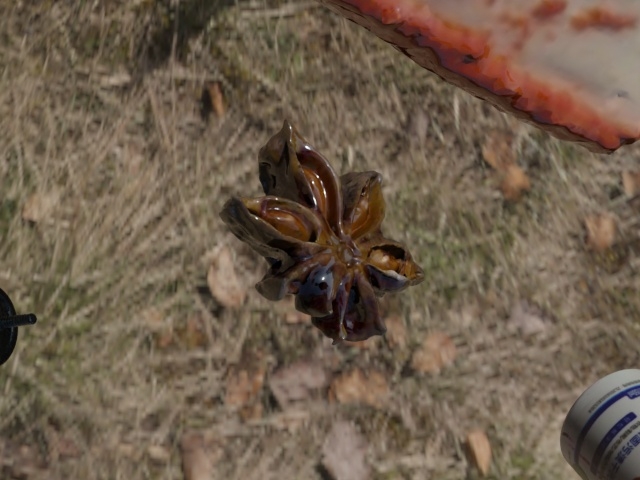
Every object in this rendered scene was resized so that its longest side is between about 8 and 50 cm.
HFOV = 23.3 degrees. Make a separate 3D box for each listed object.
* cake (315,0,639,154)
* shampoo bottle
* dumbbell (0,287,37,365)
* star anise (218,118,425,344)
[{"bbox_3d":[0.094,-0.245,0.773,0.270,0.269,0.319,20,106,-33],"label":"cake"},{"bbox_3d":[0.274,0.203,1.013,0.092,0.303,0.092,-14,126,-20],"label":"shampoo bottle"},{"bbox_3d":[-0.280,0.068,1.205,0.147,0.069,0.069,-9,121,28],"label":"dumbbell"},{"bbox_3d":[-0.004,-0.005,1.470,0.099,0.214,0.220,-24,106,34],"label":"star anise"}]
